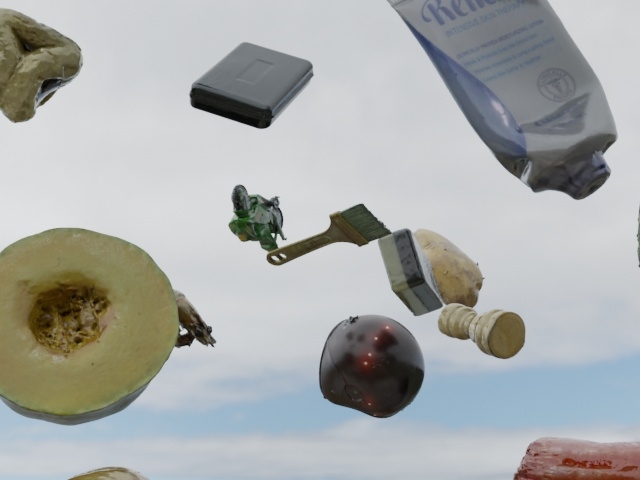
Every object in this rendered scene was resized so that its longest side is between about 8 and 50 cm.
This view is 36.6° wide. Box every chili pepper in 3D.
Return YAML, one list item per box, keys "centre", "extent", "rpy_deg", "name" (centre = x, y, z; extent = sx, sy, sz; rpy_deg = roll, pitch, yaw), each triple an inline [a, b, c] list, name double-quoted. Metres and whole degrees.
- centre: [0.514, 0.456, 1.800]
  extent: [0.305, 0.229, 0.251]
  rpy_deg: [9, -5, 18]
  name: "chili pepper"

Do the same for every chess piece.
- centre: [0.211, 0.117, 1.301]
  extent: [0.066, 0.066, 0.122]
  rpy_deg: [10, 1, -33]
  name: "chess piece"

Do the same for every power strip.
- centre: [0.166, 0.065, 1.760]
  extent: [0.070, 0.105, 0.256]
  rpy_deg: [-19, -20, 11]
  name: "power strip"

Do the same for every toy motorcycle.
- centre: [-0.125, -0.039, 1.892]
  extent: [0.074, 0.106, 0.190]
  rpy_deg: [-2, -17, 26]
  name: "toy motorcycle"

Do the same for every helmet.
- centre: [0.107, 0.246, 1.927]
  extent: [0.189, 0.216, 0.193]
  rpy_deg: [-36, -3, -43]
  name: "helmet"

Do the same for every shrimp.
- centre: [-0.240, 0.148, 1.682]
  extent: [0.041, 0.099, 0.180]
  rpy_deg: [2, 18, -42]
  name: "shrimp"

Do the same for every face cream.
- centre: [0.294, -0.248, 1.450]
  extent: [0.235, 0.420, 0.137]
  rpy_deg: [-26, -16, -13]
  name: "face cream"

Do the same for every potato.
- centre: [0.304, 0.067, 2.299]
  extent: [0.128, 0.235, 0.161]
  rpy_deg: [-39, -51, 5]
  name: "potato"

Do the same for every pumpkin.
- centre: [-0.407, 0.162, 1.622]
  extent: [0.332, 0.332, 0.199]
  rpy_deg: [1, -28, -9]
  name: "pumpkin"

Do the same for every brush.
- centre: [0.000, 0.000, 1.459]
  extent: [0.218, 0.010, 0.082]
  rpy_deg: [-21, -47, 35]
  name: "brush"

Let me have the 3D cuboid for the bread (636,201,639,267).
- centre: [0.531, -0.022, 1.380]
  extent: [0.267, 0.267, 0.040]
  rpy_deg: [15, -7, -43]
  name: "bread"

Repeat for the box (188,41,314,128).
- centre: [-0.119, -0.281, 1.733]
  extent: [0.160, 0.230, 0.050]
  rpy_deg: [19, -53, 12]
  name: "box"

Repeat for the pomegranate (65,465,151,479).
- centre: [-0.272, 0.426, 1.199]
  extent: [0.281, 0.281, 0.281]
  rpy_deg: [-2, -17, -1]
  name: "pomegranate"

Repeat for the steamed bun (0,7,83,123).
- centre: [-0.494, -0.270, 1.573]
  extent: [0.172, 0.155, 0.141]
  rpy_deg: [28, -21, -18]
  name: "steamed bun"
